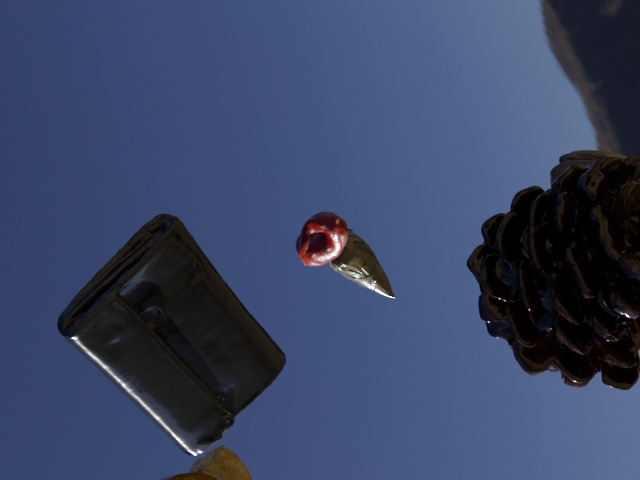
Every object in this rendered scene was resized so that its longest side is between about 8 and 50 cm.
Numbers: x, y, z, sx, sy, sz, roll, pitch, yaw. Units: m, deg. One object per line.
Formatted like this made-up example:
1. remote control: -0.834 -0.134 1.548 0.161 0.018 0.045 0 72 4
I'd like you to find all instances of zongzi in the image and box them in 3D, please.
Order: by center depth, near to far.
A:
1. zongzi: 0.083 0.059 2.272 0.178 0.081 0.189 45 -175 0

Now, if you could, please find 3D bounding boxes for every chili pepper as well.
1. chili pepper: 0.000 0.001 1.475 0.059 0.050 0.191 55 162 6

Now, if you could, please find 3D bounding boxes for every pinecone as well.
1. pinecone: 0.354 0.042 1.422 0.298 0.296 0.242 26 -136 -18

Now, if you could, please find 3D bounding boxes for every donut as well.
1. donut: -0.184 0.476 2.037 0.151 0.112 0.295 35 -150 -1

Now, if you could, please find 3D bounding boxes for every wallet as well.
1. wallet: -0.206 0.153 1.741 0.062 0.228 0.406 31 164 39

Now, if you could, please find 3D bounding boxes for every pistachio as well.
1. pistachio: 0.409 -0.082 1.705 0.149 0.113 0.113 17 -165 16

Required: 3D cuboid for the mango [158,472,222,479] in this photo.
1. mango: -0.229 0.399 1.576 0.316 0.176 0.119 -14 -72 -42
